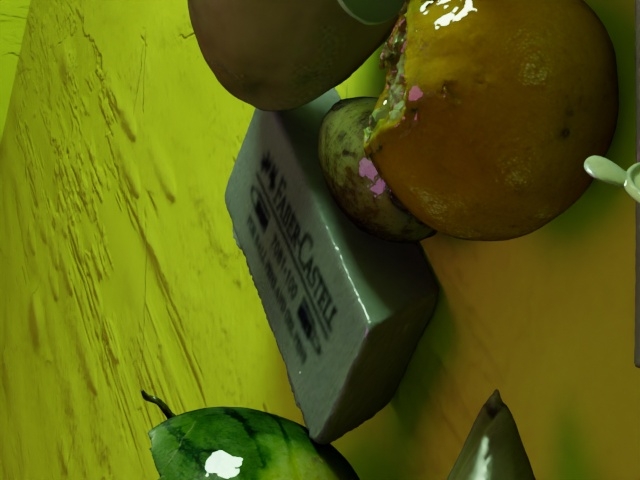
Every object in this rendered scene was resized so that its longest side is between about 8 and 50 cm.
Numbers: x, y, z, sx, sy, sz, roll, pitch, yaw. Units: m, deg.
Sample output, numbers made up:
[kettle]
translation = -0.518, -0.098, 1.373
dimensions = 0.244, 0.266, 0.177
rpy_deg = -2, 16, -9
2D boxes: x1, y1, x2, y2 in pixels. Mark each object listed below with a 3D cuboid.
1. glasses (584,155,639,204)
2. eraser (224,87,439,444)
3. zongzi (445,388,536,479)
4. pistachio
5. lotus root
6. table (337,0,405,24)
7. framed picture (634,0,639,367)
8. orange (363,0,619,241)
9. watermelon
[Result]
[glasses]
translation = 0.223, -0.082, 0.505
dimensions = 0.220, 0.088, 0.190
rpy_deg = -61, 25, 2
[eraser]
translation = -0.001, 0.000, 1.002
dimensions = 0.352, 0.077, 0.111
rpy_deg = -113, 37, -51
[zongzi]
translation = 0.114, 0.234, 0.598
dimensions = 0.289, 0.154, 0.317
rpy_deg = 3, 79, 59
[pistachio]
translation = 0.001, -0.236, 0.967
dimensions = 0.293, 0.182, 0.162
rpy_deg = -67, -9, 13
[lotus root]
translation = 0.043, -0.048, 0.901
dimensions = 0.080, 0.089, 0.179
rpy_deg = -48, 22, 4
[table]
translation = 0.086, -0.222, 0.780
dimensions = 0.198, 0.167, 0.166
rpy_deg = -2, 81, 60
[framed picture]
translation = 0.238, -0.080, 0.543
dimensions = 0.335, 0.022, 0.247
rpy_deg = 161, 114, -64
[orange]
translation = 0.090, -0.077, 0.747
dimensions = 0.155, 0.134, 0.154
rpy_deg = -23, 63, 55
[watermelon]
translation = -0.029, 0.194, 0.915
dimensions = 0.204, 0.127, 0.232
rpy_deg = 59, 177, -14
